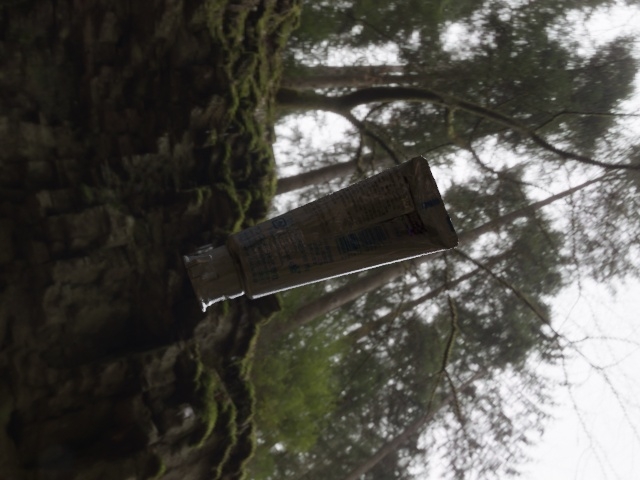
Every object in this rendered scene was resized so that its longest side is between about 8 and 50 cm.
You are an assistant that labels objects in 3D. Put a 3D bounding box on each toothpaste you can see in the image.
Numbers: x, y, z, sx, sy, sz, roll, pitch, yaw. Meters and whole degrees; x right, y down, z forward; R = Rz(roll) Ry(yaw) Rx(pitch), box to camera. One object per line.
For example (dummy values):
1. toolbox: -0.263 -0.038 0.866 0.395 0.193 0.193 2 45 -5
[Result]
1. toothpaste: 0.000 0.000 0.842 0.073 0.299 0.114 117 -46 -75
